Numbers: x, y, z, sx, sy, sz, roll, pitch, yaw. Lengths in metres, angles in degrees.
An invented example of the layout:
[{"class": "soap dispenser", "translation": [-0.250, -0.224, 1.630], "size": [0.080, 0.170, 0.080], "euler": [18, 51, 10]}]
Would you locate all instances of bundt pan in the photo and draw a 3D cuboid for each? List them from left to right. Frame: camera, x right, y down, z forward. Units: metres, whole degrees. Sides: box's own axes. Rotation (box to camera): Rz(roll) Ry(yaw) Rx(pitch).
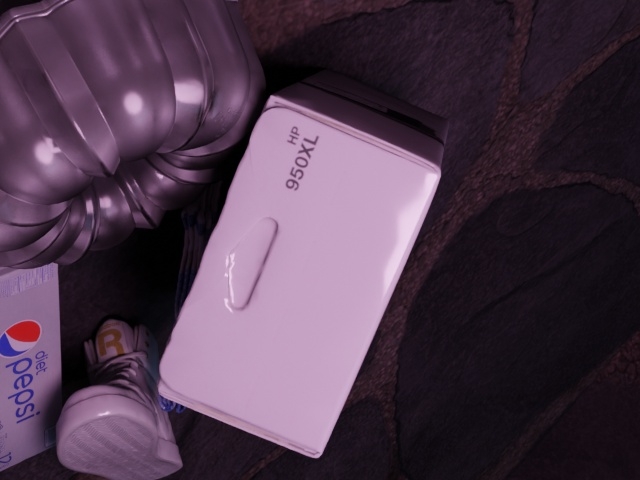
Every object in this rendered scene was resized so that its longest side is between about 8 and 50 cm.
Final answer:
[{"class": "bundt pan", "translation": [-0.187, -0.082, 1.034], "size": [0.330, 0.124, 0.331], "euler": [-28, 168, -6]}]

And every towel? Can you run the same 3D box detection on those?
[{"class": "towel", "translation": [-0.132, 0.019, 1.300], "size": [0.034, 0.209, 0.285], "euler": [10, 129, -4]}]

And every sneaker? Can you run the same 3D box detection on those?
[{"class": "sneaker", "translation": [-0.231, 0.160, 1.332], "size": [0.108, 0.169, 0.292], "euler": [-16, 160, -2]}]

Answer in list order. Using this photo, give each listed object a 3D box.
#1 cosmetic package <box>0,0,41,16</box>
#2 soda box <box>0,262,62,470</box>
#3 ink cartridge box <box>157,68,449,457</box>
[{"class": "cosmetic package", "translation": [-0.257, -0.200, 0.953], "size": [0.231, 0.085, 0.117], "euler": [-12, 137, -51]}, {"class": "soda box", "translation": [-0.320, 0.101, 1.228], "size": [0.091, 0.098, 0.286], "euler": [-23, 141, -30]}, {"class": "ink cartridge box", "translation": [0.000, 0.000, 1.213], "size": [0.395, 0.166, 0.286], "euler": [-57, 169, -77]}]
